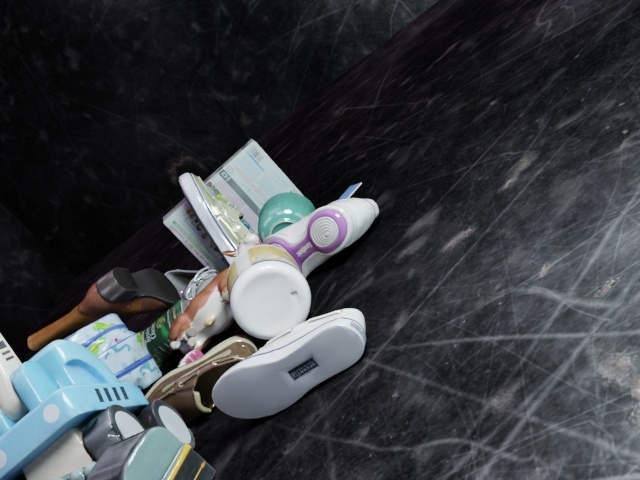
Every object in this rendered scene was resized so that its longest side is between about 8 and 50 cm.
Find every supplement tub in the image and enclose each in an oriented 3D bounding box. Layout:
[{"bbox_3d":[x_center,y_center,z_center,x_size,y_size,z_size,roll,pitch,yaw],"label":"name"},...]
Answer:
[{"bbox_3d":[-0.100,0.088,1.566,0.144,0.144,0.200,-41,15,2],"label":"supplement tub"}]

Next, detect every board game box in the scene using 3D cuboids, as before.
[{"bbox_3d":[-0.210,-0.073,2.119,0.303,0.224,0.097,-42,16,-2],"label":"board game box"}]

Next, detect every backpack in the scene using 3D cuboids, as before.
[{"bbox_3d":[-0.507,0.310,1.803,0.355,0.273,0.290,-11,6,39],"label":"backpack"}]

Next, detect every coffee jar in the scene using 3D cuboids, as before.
[{"bbox_3d":[-0.355,0.221,1.925,0.184,0.079,0.096,-38,41,17],"label":"coffee jar"}]

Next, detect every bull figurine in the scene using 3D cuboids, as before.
[{"bbox_3d":[-0.209,0.130,1.776,0.310,0.101,0.188,-52,17,5],"label":"bull figurine"}]

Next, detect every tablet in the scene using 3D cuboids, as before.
[{"bbox_3d":[0.059,-0.102,1.955,0.083,0.006,0.054,-48,16,-25],"label":"tablet"}]

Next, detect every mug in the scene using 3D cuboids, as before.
[{"bbox_3d":[-0.061,-0.036,1.839,0.158,0.129,0.097,-37,19,17],"label":"mug"}]

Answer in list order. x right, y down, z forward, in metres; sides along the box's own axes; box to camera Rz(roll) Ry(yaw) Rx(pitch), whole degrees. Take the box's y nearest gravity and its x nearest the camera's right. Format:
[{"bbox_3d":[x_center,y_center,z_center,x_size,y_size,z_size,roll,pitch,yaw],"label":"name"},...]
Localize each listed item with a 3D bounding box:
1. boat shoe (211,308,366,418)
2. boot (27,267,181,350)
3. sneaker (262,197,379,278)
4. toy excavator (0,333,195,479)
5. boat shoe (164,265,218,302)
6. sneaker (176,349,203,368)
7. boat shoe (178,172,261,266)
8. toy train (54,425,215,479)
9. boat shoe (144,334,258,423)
[{"bbox_3d":[-0.046,0.181,1.287,0.267,0.096,0.088,-35,13,21],"label":"boat shoe"},{"bbox_3d":[-0.481,0.180,1.925,0.280,0.096,0.264,-38,-17,18],"label":"boot"},{"bbox_3d":[0.000,0.000,1.697,0.152,0.114,0.305,-27,1,-43],"label":"sneaker"},{"bbox_3d":[-0.466,0.229,1.314,0.222,0.445,0.433,-41,-16,6],"label":"toy excavator"},{"bbox_3d":[-0.307,0.120,2.058,0.118,0.103,0.320,-47,17,-16],"label":"boat shoe"},{"bbox_3d":[-0.275,0.279,1.625,0.075,0.063,0.170,-24,28,33],"label":"sneaker"},{"bbox_3d":[-0.226,-0.041,1.992,0.094,0.302,0.109,-33,-7,-10],"label":"boat shoe"},{"bbox_3d":[-0.254,0.362,1.114,0.334,0.190,0.142,-29,20,39],"label":"toy train"},{"bbox_3d":[-0.220,0.266,1.483,0.257,0.095,0.095,-40,21,5],"label":"boat shoe"}]
